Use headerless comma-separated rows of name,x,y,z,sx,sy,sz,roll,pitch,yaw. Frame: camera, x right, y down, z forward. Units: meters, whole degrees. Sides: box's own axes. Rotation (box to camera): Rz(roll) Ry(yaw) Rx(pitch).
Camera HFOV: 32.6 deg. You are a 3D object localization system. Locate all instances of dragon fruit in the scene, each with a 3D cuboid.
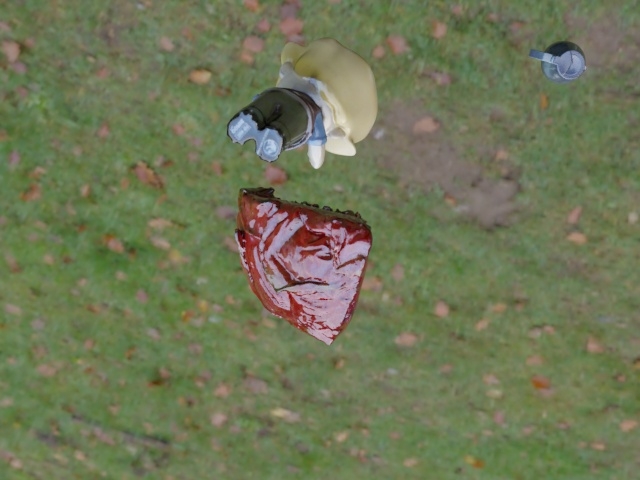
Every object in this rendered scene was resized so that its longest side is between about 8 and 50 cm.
dragon fruit,0.000,0.000,1.828,0.302,0.240,0.330,43,158,-11

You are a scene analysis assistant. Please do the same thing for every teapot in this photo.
teapot,0.359,-0.269,1.642,0.088,0.066,0.057,15,-169,-9

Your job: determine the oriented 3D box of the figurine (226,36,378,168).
figurine,-0.016,-0.128,1.099,0.114,0.196,0.108,26,128,14
